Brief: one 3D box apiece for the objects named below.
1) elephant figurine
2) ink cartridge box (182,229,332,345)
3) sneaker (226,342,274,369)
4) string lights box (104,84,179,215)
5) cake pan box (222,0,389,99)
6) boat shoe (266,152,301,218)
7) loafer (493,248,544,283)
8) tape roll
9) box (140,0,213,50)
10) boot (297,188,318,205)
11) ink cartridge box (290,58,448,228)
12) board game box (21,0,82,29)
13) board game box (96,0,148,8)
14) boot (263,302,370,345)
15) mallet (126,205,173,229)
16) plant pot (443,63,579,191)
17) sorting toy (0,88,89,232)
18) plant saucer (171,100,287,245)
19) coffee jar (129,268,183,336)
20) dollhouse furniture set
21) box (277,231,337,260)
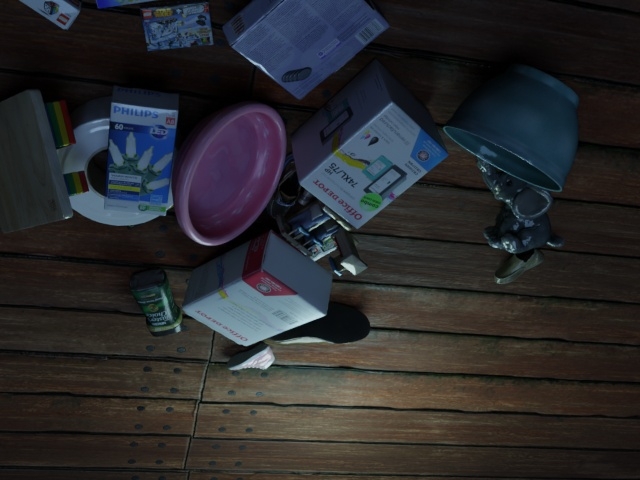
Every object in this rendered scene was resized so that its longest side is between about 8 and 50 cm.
[{"bbox_3d":[0.488,-0.100,2.011,0.185,0.169,0.240,-16,119,-35],"label":"elephant figurine"},{"bbox_3d":[-0.156,0.125,2.023,0.306,0.131,0.226,-23,132,39],"label":"ink cartridge box"},{"bbox_3d":[-0.190,0.342,2.302,0.134,0.051,0.070,-26,123,6],"label":"sneaker"},{"bbox_3d":[-0.372,-0.182,1.701,0.133,0.077,0.260,5,128,-12],"label":"string lights box"},{"bbox_3d":[-0.022,-0.431,1.650,0.266,0.070,0.245,-37,148,20],"label":"cake pan box"},{"bbox_3d":[-0.084,-0.116,1.941,0.066,0.066,0.183,8,127,-17],"label":"boat shoe"},{"bbox_3d":[0.525,0.062,2.203,0.148,0.056,0.050,-33,126,4],"label":"loafer"},{"bbox_3d":[-0.442,-0.173,1.813,0.286,0.100,0.286,-5,130,-6],"label":"tape roll"},{"bbox_3d":[-0.290,-0.439,1.670,0.136,0.027,0.094,-6,131,-5],"label":"box"},{"bbox_3d":[-0.022,-0.122,1.942,0.087,0.042,0.118,-49,149,8],"label":"boot"},{"bbox_3d":[0.100,-0.209,1.813,0.270,0.197,0.198,-40,124,22],"label":"ink cartridge box"},{"bbox_3d":[-0.561,-0.516,1.453,0.305,0.193,0.053,32,118,-30],"label":"board game box"},{"bbox_3d":[-0.346,-0.600,1.519,0.213,0.046,0.317,-10,130,-3],"label":"board game box"},{"bbox_3d":[-0.018,0.239,2.242,0.305,0.112,0.115,0,159,-15],"label":"boot"},{"bbox_3d":[-0.376,-0.061,1.944,0.189,0.039,0.062,-32,91,20],"label":"mallet"},{"bbox_3d":[0.444,-0.262,1.805,0.293,0.293,0.196,27,93,-28],"label":"plant pot"},{"bbox_3d":[-0.591,-0.162,1.697,0.255,0.089,0.257,-8,98,42],"label":"sorting toy"},{"bbox_3d":[-0.206,-0.153,1.786,0.332,0.084,0.332,-40,147,-34],"label":"plant saucer"},{"bbox_3d":[-0.415,0.164,2.102,0.096,0.079,0.184,-13,130,1],"label":"coffee jar"},{"bbox_3d":[0.000,0.000,1.909,0.129,0.184,0.129,-33,141,16],"label":"dollhouse furniture set"},{"bbox_3d":[-0.051,0.011,2.070,0.206,0.036,0.114,-29,127,14],"label":"box"}]
